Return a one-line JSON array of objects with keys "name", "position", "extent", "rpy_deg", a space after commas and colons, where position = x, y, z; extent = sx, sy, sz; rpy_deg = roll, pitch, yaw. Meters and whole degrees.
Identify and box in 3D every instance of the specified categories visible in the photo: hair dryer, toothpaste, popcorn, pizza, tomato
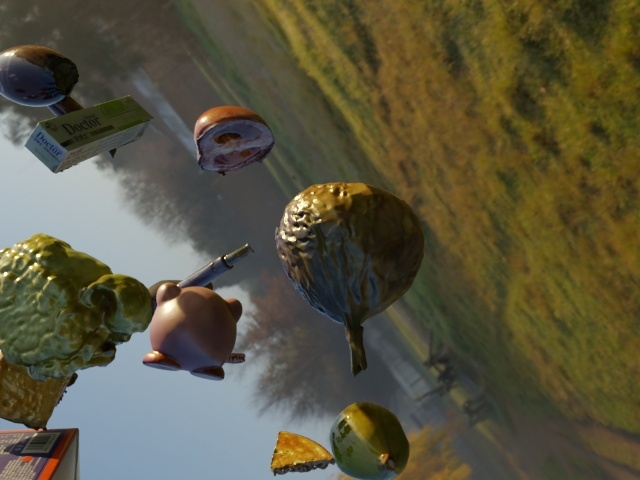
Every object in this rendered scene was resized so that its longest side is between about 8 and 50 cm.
[{"name": "hair dryer", "position": [-0.317, 0.107, 2.055], "extent": [0.121, 0.361, 0.301], "rpy_deg": [61, -155, 3]}, {"name": "toothpaste", "position": [-0.462, -0.224, 1.501], "extent": [0.081, 0.067, 0.336], "rpy_deg": [43, -155, -2]}, {"name": "popcorn", "position": [-0.433, 0.122, 1.206], "extent": [0.286, 0.225, 0.174], "rpy_deg": [25, 179, 15]}, {"name": "hair dryer", "position": [-0.590, -0.288, 1.605], "extent": [0.313, 0.123, 0.340], "rpy_deg": [6, 153, 32]}, {"name": "pizza", "position": [-0.082, 0.607, 2.033], "extent": [0.201, 0.053, 0.193], "rpy_deg": [22, -157, 40]}, {"name": "tomato", "position": [-0.219, -0.267, 1.805], "extent": [0.228, 0.199, 0.112], "rpy_deg": [113, 144, -61]}]

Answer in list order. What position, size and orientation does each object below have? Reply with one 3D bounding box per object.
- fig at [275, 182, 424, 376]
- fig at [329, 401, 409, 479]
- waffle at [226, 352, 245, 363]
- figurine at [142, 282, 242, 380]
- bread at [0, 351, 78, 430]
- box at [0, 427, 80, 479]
[{"name": "fig", "position": [0.047, 0.074, 1.335], "extent": [0.286, 0.286, 0.368], "rpy_deg": [53, -149, -43]}, {"name": "fig", "position": [0.089, 0.365, 1.316], "extent": [0.153, 0.135, 0.121], "rpy_deg": [20, 176, 26]}, {"name": "waffle", "position": [-0.252, 0.333, 2.062], "extent": [0.075, 0.083, 0.029], "rpy_deg": [-28, 60, 57]}, {"name": "figurine", "position": [-0.243, 0.171, 1.403], "extent": [0.173, 0.173, 0.173], "rpy_deg": [51, 178, 2]}, {"name": "bread", "position": [-0.694, 0.315, 1.726], "extent": [0.204, 0.162, 0.262], "rpy_deg": [14, -161, -9]}, {"name": "box", "position": [-0.679, 0.616, 1.578], "extent": [0.348, 0.257, 0.318], "rpy_deg": [-132, 43, -80]}]
